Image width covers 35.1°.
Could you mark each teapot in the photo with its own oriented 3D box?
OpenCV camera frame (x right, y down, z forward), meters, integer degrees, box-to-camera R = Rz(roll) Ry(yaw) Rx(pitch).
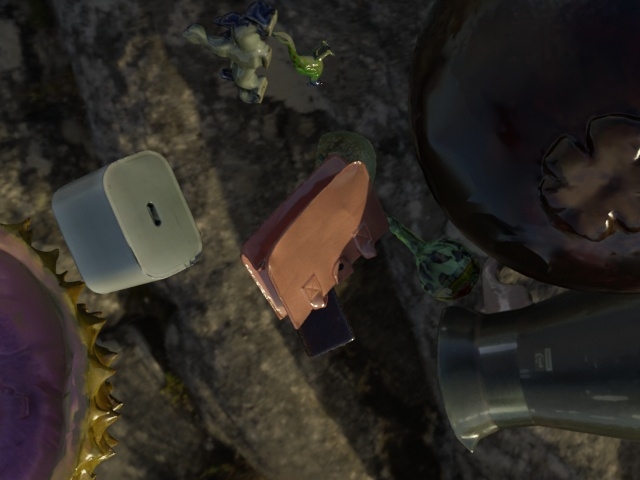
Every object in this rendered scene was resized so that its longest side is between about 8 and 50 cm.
[{"bbox_3d":[0.348,0.142,1.389,0.344,0.253,0.300,-9,66,20],"label":"teapot"}]

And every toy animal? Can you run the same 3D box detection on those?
[{"bbox_3d":[-0.019,-0.324,1.739,0.075,0.217,0.041,-28,70,7],"label":"toy animal"}]

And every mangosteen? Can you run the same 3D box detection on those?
[{"bbox_3d":[0.226,-0.127,0.806,0.306,0.359,0.306,6,124,9],"label":"mangosteen"}]

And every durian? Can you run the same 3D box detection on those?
[{"bbox_3d":[-0.183,0.091,0.555,0.165,0.132,0.182,-46,50,39],"label":"durian"}]

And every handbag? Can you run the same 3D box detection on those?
[{"bbox_3d":[0.000,0.000,1.387,0.059,0.212,0.157,21,148,43],"label":"handbag"}]

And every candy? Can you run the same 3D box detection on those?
[{"bbox_3d":[0.113,-0.029,1.507,0.305,0.083,0.091,44,87,6],"label":"candy"}]

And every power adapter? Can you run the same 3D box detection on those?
[{"bbox_3d":[-0.316,-0.020,1.573,0.255,0.124,0.187,-15,99,52],"label":"power adapter"}]

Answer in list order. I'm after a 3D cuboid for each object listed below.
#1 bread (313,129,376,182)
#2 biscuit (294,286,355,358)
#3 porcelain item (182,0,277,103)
[{"bbox_3d":[0.034,-0.103,1.574,0.112,0.192,0.036,-12,143,34],"label":"bread"},{"bbox_3d":[-0.026,0.105,2.011,0.106,0.070,0.252,-25,104,-4],"label":"biscuit"},{"bbox_3d":[-0.077,-0.160,0.833,0.075,0.021,0.136,18,158,-1],"label":"porcelain item"}]
